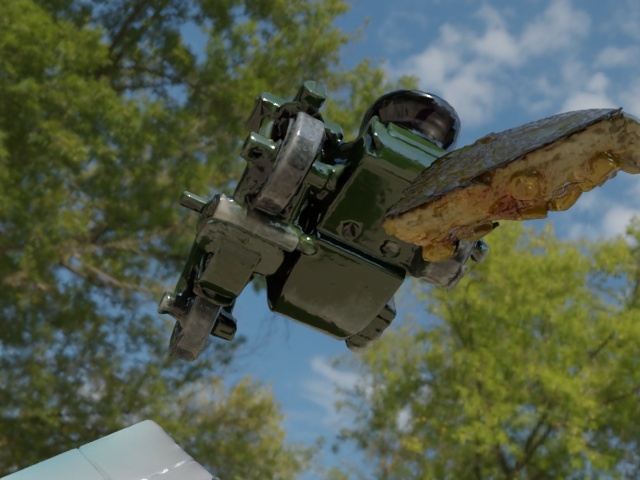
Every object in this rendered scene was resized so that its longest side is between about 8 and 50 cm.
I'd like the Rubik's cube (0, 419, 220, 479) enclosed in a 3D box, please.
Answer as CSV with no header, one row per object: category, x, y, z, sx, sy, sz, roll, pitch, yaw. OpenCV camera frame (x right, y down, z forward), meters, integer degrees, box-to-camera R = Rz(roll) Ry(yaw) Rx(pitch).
Rubik's cube,-0.213,0.407,1.002,0.291,0.290,0.291,30,-54,42

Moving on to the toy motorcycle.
toy motorcycle,0.000,0.000,0.762,0.205,0.127,0.275,24,-51,-13

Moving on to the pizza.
pizza,0.091,-0.028,0.514,0.178,0.131,0.041,-14,-75,54
